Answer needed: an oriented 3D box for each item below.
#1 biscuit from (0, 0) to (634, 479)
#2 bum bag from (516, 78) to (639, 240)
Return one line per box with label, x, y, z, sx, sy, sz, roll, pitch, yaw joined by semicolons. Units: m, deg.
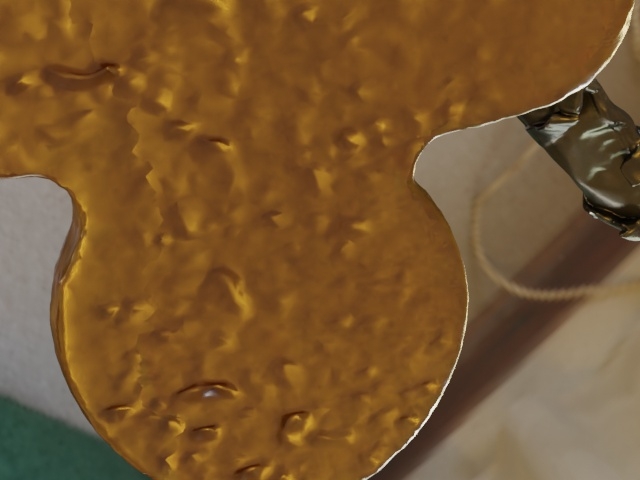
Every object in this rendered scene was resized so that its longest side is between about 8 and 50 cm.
biscuit;-0.031;-0.105;0.597;0.283;0.064;0.432;-9;113;-10
bum bag;0.194;-0.056;1.208;0.198;0.087;0.049;43;64;-37
